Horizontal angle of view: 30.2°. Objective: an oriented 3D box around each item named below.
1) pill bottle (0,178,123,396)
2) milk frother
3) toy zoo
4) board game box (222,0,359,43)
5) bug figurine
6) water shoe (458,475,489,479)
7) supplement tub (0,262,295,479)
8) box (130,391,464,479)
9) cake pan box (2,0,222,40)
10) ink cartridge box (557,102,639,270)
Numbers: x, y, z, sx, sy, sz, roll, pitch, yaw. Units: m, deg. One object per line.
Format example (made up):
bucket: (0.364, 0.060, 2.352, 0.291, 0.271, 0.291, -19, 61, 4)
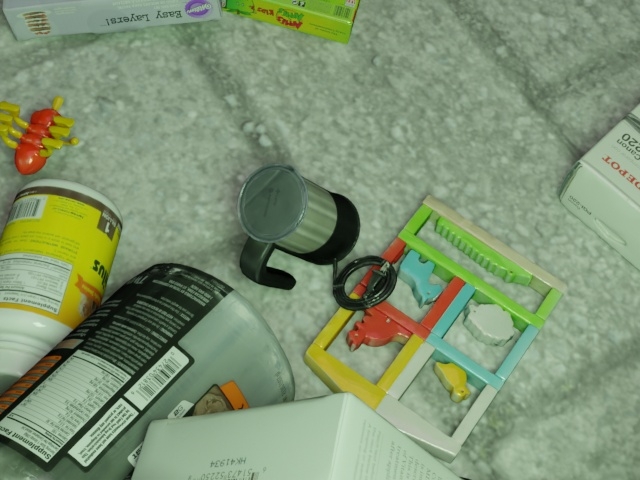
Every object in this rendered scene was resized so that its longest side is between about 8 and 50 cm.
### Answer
pill bottle: (-0.282, 0.052, 1.208, 0.117, 0.117, 0.215, 12, 62, -1)
milk frother: (0.000, 0.000, 1.248, 0.143, 0.135, 0.129, 10, 84, 28)
toy zoo: (0.116, 0.106, 1.283, 0.192, 0.030, 0.293, 35, 63, 11)
board game box: (-0.041, -0.315, 1.478, 0.181, 0.043, 0.092, 15, 61, 0)
bug figurine: (-0.415, -0.101, 1.292, 0.279, 0.072, 0.216, 18, 55, 11)
water shoe: (0.204, 0.279, 1.194, 0.203, 0.073, 0.080, 26, 40, 2)
supplement tub: (-0.194, 0.192, 1.068, 0.207, 0.207, 0.338, 36, 54, 11)
box: (0.025, 0.284, 0.969, 0.215, 0.345, 0.168, -14, 48, 36)
cake pan box: (-0.247, -0.369, 1.443, 0.267, 0.070, 0.245, -5, 65, 2)
ink cartridge box: (0.410, -0.083, 1.390, 0.158, 0.092, 0.218, 42, 67, 15)
